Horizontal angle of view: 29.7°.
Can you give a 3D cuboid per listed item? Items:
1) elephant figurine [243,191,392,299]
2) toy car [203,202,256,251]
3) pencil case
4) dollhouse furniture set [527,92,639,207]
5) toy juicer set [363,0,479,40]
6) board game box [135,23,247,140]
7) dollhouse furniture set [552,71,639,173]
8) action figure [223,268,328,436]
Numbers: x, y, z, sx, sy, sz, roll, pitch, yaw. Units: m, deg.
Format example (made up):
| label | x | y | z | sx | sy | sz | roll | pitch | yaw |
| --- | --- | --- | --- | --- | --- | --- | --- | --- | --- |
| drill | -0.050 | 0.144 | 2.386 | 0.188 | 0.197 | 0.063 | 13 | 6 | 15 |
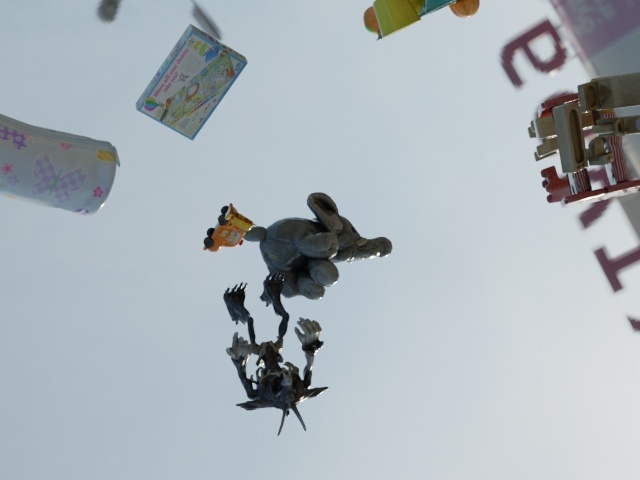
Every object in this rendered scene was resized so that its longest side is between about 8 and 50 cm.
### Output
| label | x | y | z | sx | sy | sz | roll | pitch | yaw |
| --- | --- | --- | --- | --- | --- | --- | --- | --- | --- |
| elephant figurine | 0.000 | 0.000 | 2.236 | 0.239 | 0.169 | 0.186 | -47 | -58 | -53 |
| toy car | -0.097 | -0.005 | 1.294 | 0.040 | 0.060 | 0.122 | 31 | -179 | -10 |
| pencil case | -0.432 | -0.122 | 1.742 | 0.273 | 0.124 | 0.113 | 18 | -168 | -27 |
| dollhouse furniture set | 0.515 | -0.168 | 2.365 | 0.374 | 0.152 | 0.201 | 28 | -131 | -84 |
| toy juicer set | 0.223 | -0.412 | 2.035 | 0.089 | 0.329 | 0.209 | 64 | 169 | -6 |
| board game box | -0.196 | -0.239 | 1.835 | 0.103 | 0.154 | 0.026 | 29 | -159 | -27 |
| dollhouse furniture set | 0.496 | -0.203 | 2.074 | 0.151 | 0.123 | 0.144 | -21 | -76 | -46 |
| action figure | -0.083 | 0.184 | 2.033 | 0.141 | 0.164 | 0.275 | 95 | 159 | -54 |
